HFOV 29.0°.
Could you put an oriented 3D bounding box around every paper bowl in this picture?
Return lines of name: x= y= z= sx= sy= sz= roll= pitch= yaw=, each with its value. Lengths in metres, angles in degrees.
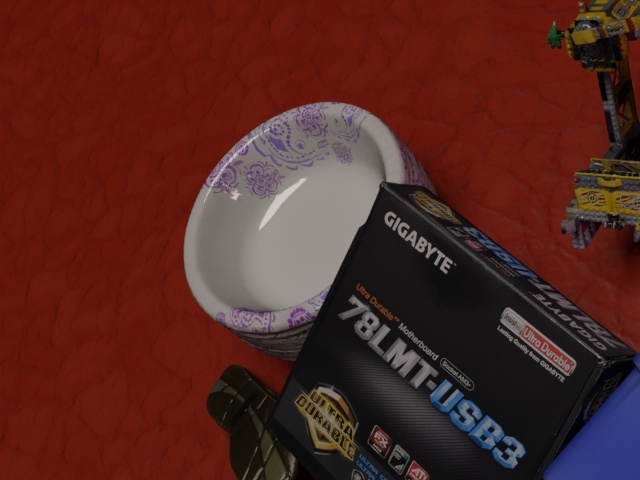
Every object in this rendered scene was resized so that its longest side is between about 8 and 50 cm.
paper bowl: x=0.000 y=0.000 z=1.383 sx=0.284 sy=0.148 sz=0.284 roll=-18 pitch=52 yaw=25

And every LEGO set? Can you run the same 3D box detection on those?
LEGO set: x=0.347 y=-0.095 z=1.115 sx=0.331 sy=0.255 sz=0.192 roll=15 pitch=44 yaw=29

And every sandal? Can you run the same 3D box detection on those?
sandal: x=-0.065 y=0.212 z=1.360 sx=0.090 sy=0.060 sz=0.219 roll=-52 pitch=31 yaw=1

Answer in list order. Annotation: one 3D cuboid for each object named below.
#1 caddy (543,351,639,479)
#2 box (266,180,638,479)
caddy: x=0.317 y=0.211 z=0.916 sx=0.179 sy=0.241 sz=0.341 roll=-47 pitch=15 yaw=8
box: x=0.108 y=0.143 z=1.150 sx=0.295 sy=0.073 sz=0.293 roll=42 pitch=119 yaw=36
